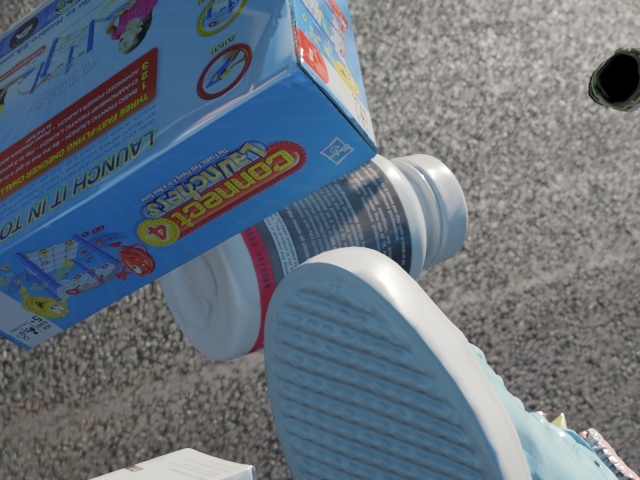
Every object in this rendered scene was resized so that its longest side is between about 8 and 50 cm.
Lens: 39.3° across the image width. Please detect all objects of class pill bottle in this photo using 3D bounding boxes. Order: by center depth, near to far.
[{"bbox_3d":[0.000,0.000,0.964,0.318,0.176,0.176,-17,64,-32],"label":"pill bottle"}]

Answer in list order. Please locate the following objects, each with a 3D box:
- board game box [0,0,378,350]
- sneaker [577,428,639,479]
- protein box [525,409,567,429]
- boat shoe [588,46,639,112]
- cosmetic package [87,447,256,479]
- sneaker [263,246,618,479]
[{"bbox_3d":[-0.125,-0.116,0.664,0.086,0.308,0.302,43,29,-40],"label":"board game box"},{"bbox_3d":[0.296,0.243,0.946,0.051,0.134,0.070,-43,94,5],"label":"sneaker"},{"bbox_3d":[0.413,0.479,1.789,0.135,0.201,0.200,5,36,-1],"label":"protein box"},{"bbox_3d":[0.377,-0.202,1.108,0.068,0.228,0.081,-1,94,-6],"label":"boat shoe"},{"bbox_3d":[-0.311,0.471,1.440,0.385,0.217,0.156,-8,93,-41],"label":"cosmetic package"},{"bbox_3d":[0.100,0.148,0.527,0.366,0.135,0.150,60,36,-11],"label":"sneaker"}]
